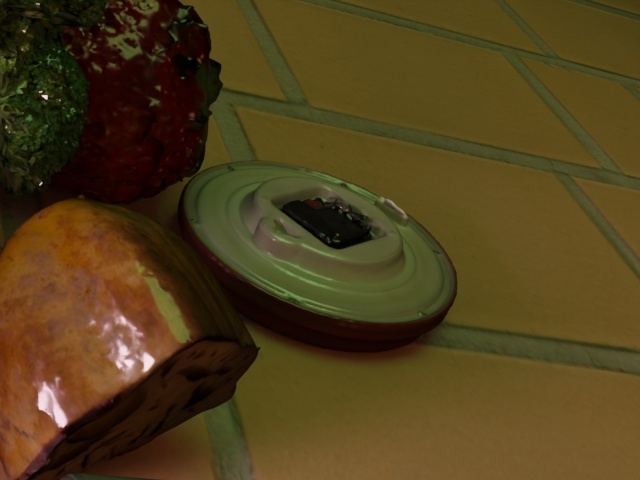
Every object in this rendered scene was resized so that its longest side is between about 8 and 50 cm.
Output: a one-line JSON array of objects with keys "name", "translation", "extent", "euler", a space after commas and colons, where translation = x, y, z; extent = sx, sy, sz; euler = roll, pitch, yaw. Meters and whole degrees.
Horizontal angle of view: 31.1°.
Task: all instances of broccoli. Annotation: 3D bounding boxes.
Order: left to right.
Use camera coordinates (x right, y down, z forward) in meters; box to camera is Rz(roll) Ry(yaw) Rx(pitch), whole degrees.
[{"name": "broccoli", "translation": [-0.351, -0.231, 0.939], "extent": [0.413, 0.310, 0.321], "euler": [54, 10, -37]}]

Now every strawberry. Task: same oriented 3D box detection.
[{"name": "strawberry", "translation": [-0.251, -0.160, 1.193], "extent": [0.288, 0.250, 0.239], "euler": [9, 64, -3]}]

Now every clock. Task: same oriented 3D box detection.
[{"name": "clock", "translation": [0.000, 0.000, 1.245], "extent": [0.318, 0.080, 0.318], "euler": [18, 28, -10]}]

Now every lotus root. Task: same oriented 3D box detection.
[{"name": "lotus root", "translation": [-0.173, 0.068, 0.858], "extent": [0.180, 0.199, 0.188], "euler": [52, -2, 14]}]

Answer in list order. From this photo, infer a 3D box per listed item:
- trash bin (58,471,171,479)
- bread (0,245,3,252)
[{"name": "trash bin", "translation": [0.007, 0.267, 0.701], "extent": [0.343, 0.158, 0.223], "euler": [6, 32, -30]}, {"name": "bread", "translation": [-0.416, -0.039, 0.974], "extent": [0.165, 0.113, 0.416], "euler": [-9, 40, -48]}]
